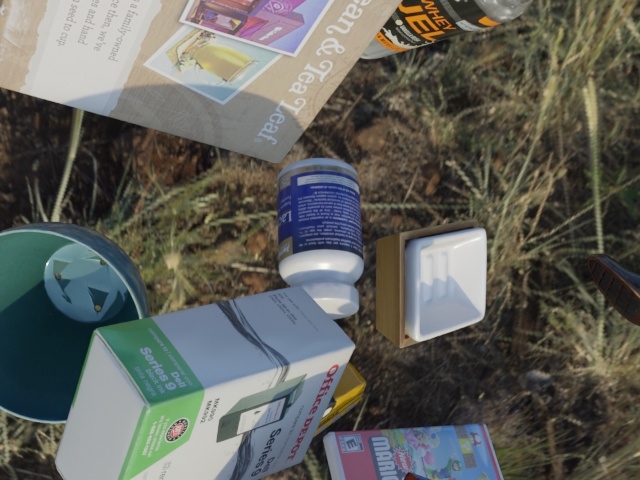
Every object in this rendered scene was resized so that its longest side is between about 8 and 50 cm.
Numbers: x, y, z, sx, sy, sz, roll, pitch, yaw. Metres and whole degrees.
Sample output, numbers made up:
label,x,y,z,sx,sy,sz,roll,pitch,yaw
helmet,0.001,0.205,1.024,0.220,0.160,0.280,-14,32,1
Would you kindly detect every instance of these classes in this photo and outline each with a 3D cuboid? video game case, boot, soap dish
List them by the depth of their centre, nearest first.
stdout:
label,x,y,z,sx,sy,sz,roll,pitch,yaw
video game case,0.150,0.363,1.265,0.285,0.025,0.204,4,57,-32
boot,0.497,0.076,1.303,0.106,0.082,0.219,-35,61,-17
soap dish,0.227,0.080,1.857,0.290,0.118,0.229,-10,102,-49

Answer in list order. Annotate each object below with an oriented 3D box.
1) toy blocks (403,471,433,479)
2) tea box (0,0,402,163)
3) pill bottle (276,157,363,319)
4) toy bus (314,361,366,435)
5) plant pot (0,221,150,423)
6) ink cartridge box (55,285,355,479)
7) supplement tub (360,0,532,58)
label,x,y,z,sx,sy,sz,roll,pitch,yaw
toy blocks,0.189,0.343,0.879,0.260,0.381,0.191,27,88,-31
tea box,-0.052,-0.284,0.568,0.219,0.329,0.324,13,56,-23
pill bottle,0.000,0.000,1.598,0.153,0.153,0.265,0,67,-6
toy bus,-0.080,0.298,1.482,0.332,0.130,0.108,-32,66,-29
plant pot,-0.377,0.093,1.329,0.290,0.195,0.290,1,108,4
ink cartridge box,-0.125,0.183,1.014,0.289,0.211,0.121,-10,44,-43
supplement tub,0.098,-0.226,0.743,0.117,0.190,0.117,10,77,-48
